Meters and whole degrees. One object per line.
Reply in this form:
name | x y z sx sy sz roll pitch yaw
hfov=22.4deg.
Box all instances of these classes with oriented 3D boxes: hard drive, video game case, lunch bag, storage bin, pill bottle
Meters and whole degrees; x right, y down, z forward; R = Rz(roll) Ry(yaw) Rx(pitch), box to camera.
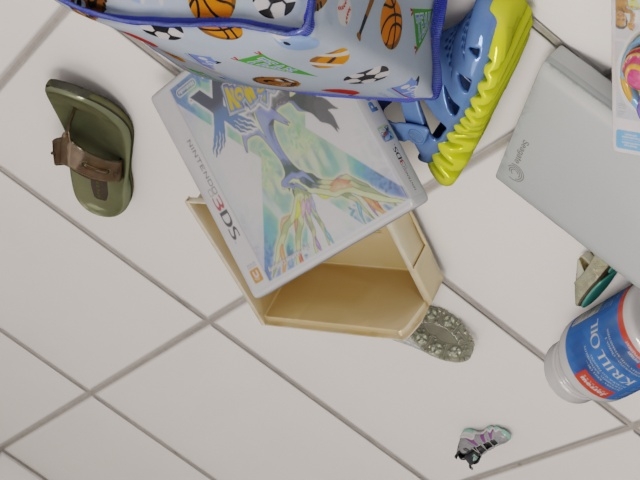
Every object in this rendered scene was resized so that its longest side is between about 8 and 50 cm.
hard drive | 0.371 -0.040 1.837 0.353 0.047 0.233 40 150 15
video game case | -0.048 -0.116 1.983 0.329 0.036 0.300 -31 85 46
lunch bag | -0.097 -0.283 1.678 0.385 0.239 0.328 4 172 29
storage bin | 0.000 0.000 2.194 0.260 0.123 0.262 5 140 33
pill bottle | 0.387 0.139 2.096 0.124 0.124 0.221 34 147 -9

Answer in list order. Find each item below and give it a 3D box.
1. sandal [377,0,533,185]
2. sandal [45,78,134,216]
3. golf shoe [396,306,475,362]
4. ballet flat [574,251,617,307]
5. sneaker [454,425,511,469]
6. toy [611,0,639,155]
sandal | 0.142 -0.183 1.839 0.138 0.126 0.317 30 147 4
sandal | -0.329 -0.116 2.311 0.120 0.086 0.302 18 146 16
golf shoe | 0.141 0.127 2.340 0.176 0.069 0.086 26 168 9
ballet flat | 0.354 0.024 2.042 0.052 0.057 0.168 51 148 16
sneaker | 0.249 0.326 2.512 0.038 0.069 0.098 44 145 -24
toy | 0.354 -0.179 1.661 0.137 0.056 0.237 14 122 32
